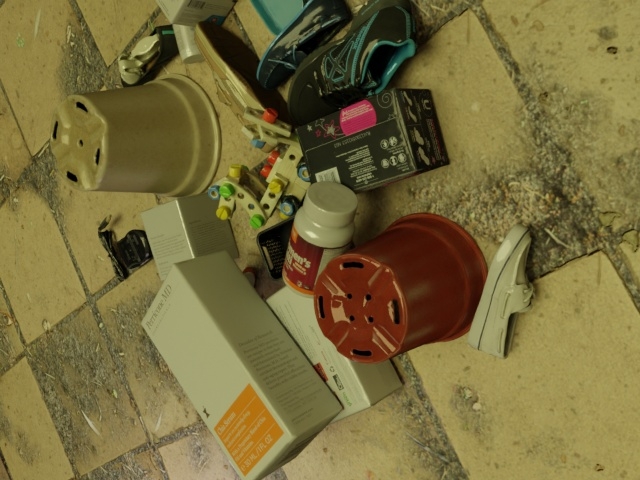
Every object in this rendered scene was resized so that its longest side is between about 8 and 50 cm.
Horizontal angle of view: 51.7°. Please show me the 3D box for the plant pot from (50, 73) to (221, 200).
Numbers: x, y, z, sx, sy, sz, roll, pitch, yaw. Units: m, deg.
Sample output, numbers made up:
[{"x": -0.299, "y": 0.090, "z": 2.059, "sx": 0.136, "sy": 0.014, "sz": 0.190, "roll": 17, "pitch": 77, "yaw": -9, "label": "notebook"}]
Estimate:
[{"x": -0.470, "y": -0.244, "z": 1.627, "sx": 0.333, "sy": 0.305, "sz": 0.334, "roll": 9, "pitch": 105, "yaw": 36, "label": "plant pot"}]

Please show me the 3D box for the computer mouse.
[{"x": -0.553, "y": -0.004, "z": 1.899, "sx": 0.262, "sy": 0.060, "sz": 0.184, "roll": -32, "pitch": 84, "yaw": 49, "label": "computer mouse"}]

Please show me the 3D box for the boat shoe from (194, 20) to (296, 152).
[{"x": -0.195, "y": -0.353, "z": 1.512, "sx": 0.110, "sy": 0.121, "sz": 0.341, "roll": -44, "pitch": 75, "yaw": 36, "label": "boat shoe"}]

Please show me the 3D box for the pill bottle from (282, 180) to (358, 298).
[{"x": 0.000, "y": 0.000, "z": 1.302, "sx": 0.121, "sy": 0.121, "sz": 0.221, "roll": 38, "pitch": 135, "yaw": 25, "label": "pill bottle"}]

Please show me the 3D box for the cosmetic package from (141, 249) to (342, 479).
[{"x": -0.185, "y": 0.270, "z": 1.452, "sx": 0.453, "sy": 0.161, "sz": 0.230, "roll": 51, "pitch": 128, "yaw": 21, "label": "cosmetic package"}]

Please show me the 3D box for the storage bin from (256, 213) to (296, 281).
[{"x": -0.045, "y": 0.009, "z": 1.496, "sx": 0.180, "sy": 0.084, "sz": 0.122, "roll": -24, "pitch": 85, "yaw": 37, "label": "storage bin"}]

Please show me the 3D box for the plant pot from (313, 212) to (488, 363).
[{"x": 0.142, "y": 0.098, "z": 1.256, "sx": 0.272, "sy": 0.265, "sz": 0.273, "roll": 8, "pitch": 104, "yaw": 35, "label": "plant pot"}]

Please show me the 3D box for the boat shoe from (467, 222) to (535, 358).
[{"x": 0.348, "y": 0.100, "z": 1.210, "sx": 0.088, "sy": 0.096, "sz": 0.268, "roll": 26, "pitch": 115, "yaw": 26, "label": "boat shoe"}]

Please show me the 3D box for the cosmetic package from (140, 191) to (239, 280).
[{"x": -0.328, "y": -0.014, "z": 1.659, "sx": 0.151, "sy": 0.151, "sz": 0.184, "roll": -14, "pitch": 94, "yaw": 38, "label": "cosmetic package"}]

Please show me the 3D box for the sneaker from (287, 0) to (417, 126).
[{"x": 0.053, "y": -0.327, "z": 1.301, "sx": 0.341, "sy": 0.125, "sz": 0.140, "roll": -43, "pitch": 44, "yaw": 36, "label": "sneaker"}]

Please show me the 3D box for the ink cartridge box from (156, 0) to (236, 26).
[{"x": -0.255, "y": -0.586, "z": 1.493, "sx": 0.203, "sy": 0.148, "sz": 0.086, "roll": -45, "pitch": 70, "yaw": 33, "label": "ink cartridge box"}]

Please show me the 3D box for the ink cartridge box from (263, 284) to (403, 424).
[{"x": -0.011, "y": 0.250, "z": 1.490, "sx": 0.271, "sy": 0.130, "sz": 0.310, "roll": -35, "pitch": 78, "yaw": 39, "label": "ink cartridge box"}]

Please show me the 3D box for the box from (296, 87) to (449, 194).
[{"x": 0.102, "y": -0.185, "z": 1.308, "sx": 0.247, "sy": 0.142, "sz": 0.164, "roll": -15, "pitch": 91, "yaw": 40, "label": "box"}]

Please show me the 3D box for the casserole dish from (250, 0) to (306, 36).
[{"x": -0.094, "y": -0.536, "z": 1.452, "sx": 0.114, "sy": 0.037, "sz": 0.188, "roll": -42, "pitch": 73, "yaw": 35, "label": "casserole dish"}]

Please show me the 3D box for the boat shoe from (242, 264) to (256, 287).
[{"x": -0.192, "y": 0.128, "z": 1.660, "sx": 0.043, "sy": 0.049, "sz": 0.137, "roll": -107, "pitch": 30, "yaw": -60, "label": "boat shoe"}]

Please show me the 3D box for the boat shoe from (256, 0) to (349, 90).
[{"x": -0.042, "y": -0.406, "z": 1.397, "sx": 0.089, "sy": 0.109, "sz": 0.258, "roll": 53, "pitch": 127, "yaw": 12, "label": "boat shoe"}]

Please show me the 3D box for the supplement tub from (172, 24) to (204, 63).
[{"x": -0.317, "y": -0.494, "z": 1.609, "sx": 0.071, "sy": 0.071, "sz": 0.107, "roll": -13, "pitch": 91, "yaw": 38, "label": "supplement tub"}]

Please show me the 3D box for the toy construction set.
[{"x": -0.118, "y": -0.157, "z": 1.451, "sx": 0.215, "sy": 0.151, "sz": 0.328, "roll": 32, "pitch": 138, "yaw": 1, "label": "toy construction set"}]

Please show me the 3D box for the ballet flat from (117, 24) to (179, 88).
[{"x": -0.463, "y": -0.473, "z": 1.708, "sx": 0.280, "sy": 0.096, "sz": 0.095, "roll": -30, "pitch": 81, "yaw": 38, "label": "ballet flat"}]
